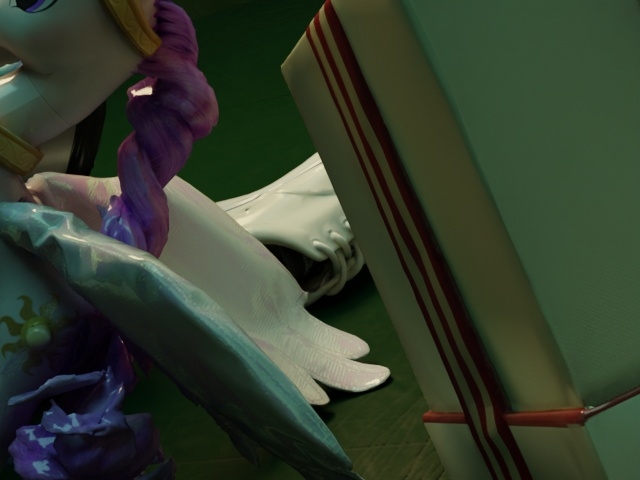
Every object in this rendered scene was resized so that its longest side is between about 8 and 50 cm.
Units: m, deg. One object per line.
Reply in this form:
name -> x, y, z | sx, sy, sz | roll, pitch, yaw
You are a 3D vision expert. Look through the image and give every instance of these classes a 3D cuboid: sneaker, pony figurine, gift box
sneaker -> 0.000, 0.000, 1.091 | 0.258, 0.094, 0.091 | -25, 38, -10
pony figurine -> -0.139, 0.026, 0.789 | 0.363, 0.351, 0.303 | -38, 13, 2
gift box -> 0.151, -0.019, 0.675 | 0.255, 0.258, 0.276 | -23, -3, -7

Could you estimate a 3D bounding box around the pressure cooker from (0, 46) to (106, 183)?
pressure cooker -> -0.399, -0.119, 1.020 | 0.420, 0.375, 0.370 | -13, -17, -48
